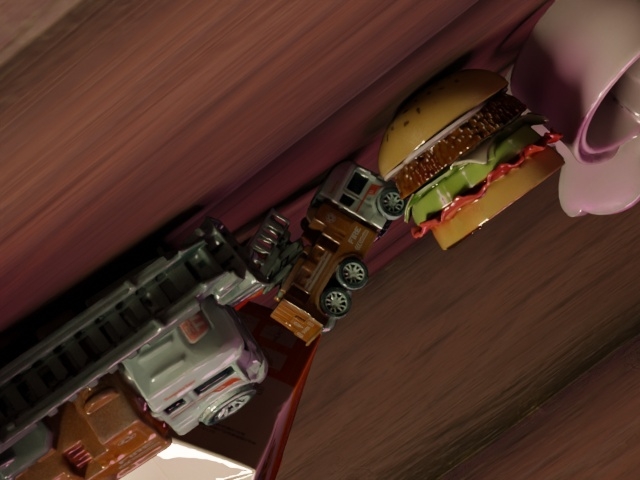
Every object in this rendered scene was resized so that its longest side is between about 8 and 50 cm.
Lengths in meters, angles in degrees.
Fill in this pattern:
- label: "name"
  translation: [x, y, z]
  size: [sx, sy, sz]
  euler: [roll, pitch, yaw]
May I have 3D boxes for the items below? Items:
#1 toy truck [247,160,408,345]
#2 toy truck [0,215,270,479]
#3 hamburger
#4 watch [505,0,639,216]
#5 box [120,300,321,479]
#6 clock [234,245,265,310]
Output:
- label: "toy truck"
  translation: [0.000, 0.000, 1.163]
  size: [0.178, 0.115, 0.080]
  euler: [-58, -178, -22]
- label: "toy truck"
  translation: [-0.182, 0.117, 0.935]
  size: [0.338, 0.133, 0.184]
  euler: [-33, 164, -7]
- label: "hamburger"
  translation: [0.132, -0.083, 1.103]
  size: [0.175, 0.137, 0.175]
  euler: [-36, 180, 0]
- label: "watch"
  translation: [0.276, -0.168, 1.202]
  size: [0.248, 0.211, 0.217]
  euler: [-46, 153, 16]
- label: "box"
  translation: [-0.120, 0.233, 1.328]
  size: [0.341, 0.143, 0.225]
  euler: [-62, 170, -67]
- label: "clock"
  translation: [-0.119, 0.066, 1.215]
  size: [0.155, 0.061, 0.113]
  euler: [-37, 177, -31]
